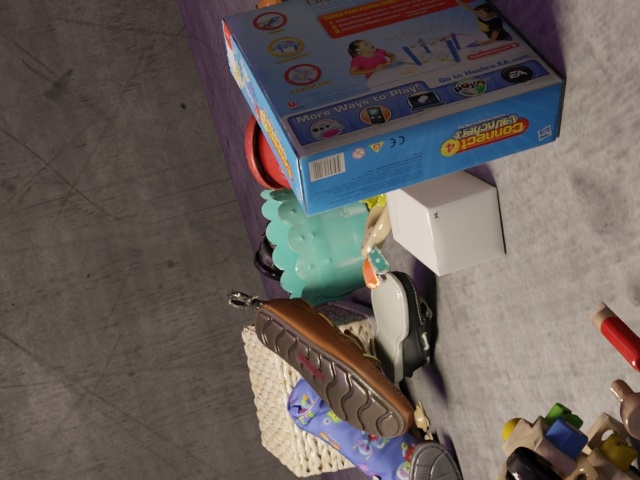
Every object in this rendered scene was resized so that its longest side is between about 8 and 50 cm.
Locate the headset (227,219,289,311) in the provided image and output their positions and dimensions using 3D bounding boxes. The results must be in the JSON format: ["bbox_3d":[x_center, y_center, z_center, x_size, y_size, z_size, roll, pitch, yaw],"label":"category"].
[{"bbox_3d":[-0.103,0.004,2.311,0.243,0.185,0.394,116,165,-55],"label":"headset"}]

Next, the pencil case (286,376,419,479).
[{"bbox_3d":[0.071,0.385,1.965,0.306,0.133,0.119,41,154,-17],"label":"pencil case"}]

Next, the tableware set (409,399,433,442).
[{"bbox_3d":[0.215,0.415,2.010,0.169,0.020,0.141,89,163,-55],"label":"tableware set"}]

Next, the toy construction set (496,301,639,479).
[{"bbox_3d":[0.281,0.214,1.031,0.237,0.257,0.309,-102,21,-73],"label":"toy construction set"}]

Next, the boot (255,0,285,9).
[{"bbox_3d":[-0.111,-0.419,2.196,0.283,0.109,0.220,179,74,-76],"label":"boot"}]

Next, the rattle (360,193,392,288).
[{"bbox_3d":[0.064,-0.037,1.658,0.130,0.142,0.200,-7,57,60],"label":"rattle"}]

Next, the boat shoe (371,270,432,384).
[{"bbox_3d":[0.153,0.144,1.756,0.114,0.091,0.303,58,162,30],"label":"boat shoe"}]

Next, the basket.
[{"bbox_3d":[0.007,0.326,2.180,0.331,0.266,0.329,-174,73,-72],"label":"basket"}]

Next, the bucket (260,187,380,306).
[{"bbox_3d":[0.000,0.000,2.061,0.281,0.183,0.281,165,90,-79],"label":"bucket"}]

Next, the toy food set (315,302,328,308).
[{"bbox_3d":[-0.004,0.108,2.412,0.111,0.104,0.232,-122,20,-54],"label":"toy food set"}]

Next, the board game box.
[{"bbox_3d":[0.073,-0.192,1.149,0.302,0.308,0.086,-117,14,-45],"label":"board game box"}]

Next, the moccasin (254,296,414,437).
[{"bbox_3d":[0.039,0.229,1.843,0.380,0.147,0.139,32,130,39],"label":"moccasin"}]

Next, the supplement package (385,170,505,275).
[{"bbox_3d":[0.172,-0.036,1.393,0.179,0.105,0.105,-132,29,-67],"label":"supplement package"}]

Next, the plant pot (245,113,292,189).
[{"bbox_3d":[-0.028,-0.178,1.797,0.174,0.191,0.191,2,114,32],"label":"plant pot"}]

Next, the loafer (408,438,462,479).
[{"bbox_3d":[0.227,0.517,1.894,0.095,0.109,0.303,-137,30,-76],"label":"loafer"}]
